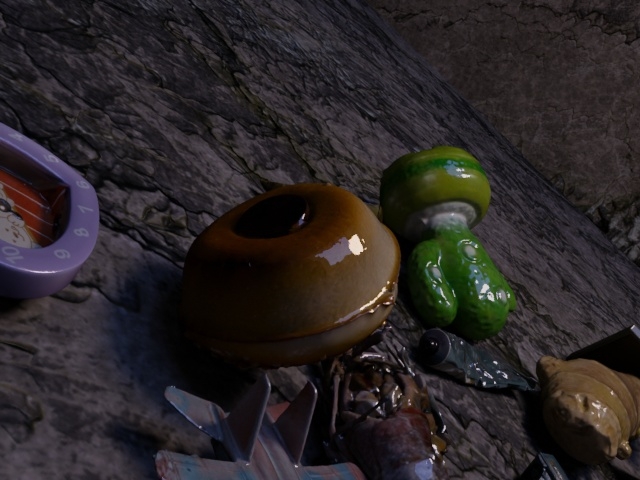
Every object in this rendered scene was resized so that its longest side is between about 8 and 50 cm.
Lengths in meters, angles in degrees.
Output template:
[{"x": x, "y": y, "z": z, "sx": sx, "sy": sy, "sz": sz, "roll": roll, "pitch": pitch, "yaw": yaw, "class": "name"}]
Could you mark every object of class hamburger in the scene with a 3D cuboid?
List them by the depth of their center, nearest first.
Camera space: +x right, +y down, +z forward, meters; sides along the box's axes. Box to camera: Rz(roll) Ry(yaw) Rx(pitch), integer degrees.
[{"x": -0.029, "y": 0.039, "z": 0.793, "sx": 0.237, "sy": 0.237, "sz": 0.147, "roll": -83, "pitch": 159, "yaw": -62, "class": "hamburger"}]

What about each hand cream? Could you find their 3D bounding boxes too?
[{"x": 0.222, "y": 0.170, "z": 1.174, "sx": 0.248, "sy": 0.052, "sz": 0.075, "roll": 21, "pitch": 32, "yaw": -43, "class": "hand cream"}]

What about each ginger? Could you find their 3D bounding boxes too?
[{"x": 0.434, "y": 0.260, "z": 1.285, "sx": 0.354, "sy": 0.126, "sz": 0.190, "roll": 16, "pitch": 25, "yaw": -53, "class": "ginger"}]

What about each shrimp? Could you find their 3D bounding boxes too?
[{"x": 0.053, "y": 0.166, "z": 0.828, "sx": 0.145, "sy": 0.116, "sz": 0.343, "roll": 56, "pitch": 7, "yaw": -41, "class": "shrimp"}]

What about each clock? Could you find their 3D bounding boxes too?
[{"x": -0.270, "y": -0.028, "z": 0.697, "sx": 0.198, "sy": 0.064, "sz": 0.172, "roll": 52, "pitch": 24, "yaw": 19, "class": "clock"}]

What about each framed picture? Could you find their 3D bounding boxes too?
[{"x": 0.544, "y": 0.243, "z": 1.422, "sx": 0.184, "sy": 0.016, "sz": 0.250, "roll": 47, "pitch": -18, "yaw": 10, "class": "framed picture"}]

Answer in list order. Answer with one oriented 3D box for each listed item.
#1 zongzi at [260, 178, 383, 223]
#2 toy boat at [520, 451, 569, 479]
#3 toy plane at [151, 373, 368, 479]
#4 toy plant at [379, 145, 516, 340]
[{"x": 0.000, "y": 0.000, "z": 1.091, "sx": 0.184, "sy": 0.084, "sz": 0.187, "roll": 20, "pitch": 33, "yaw": -16, "class": "zongzi"}, {"x": 0.293, "y": 0.333, "z": 1.004, "sx": 0.060, "sy": 0.055, "sz": 0.141, "roll": 1, "pitch": 42, "yaw": -26, "class": "toy boat"}, {"x": -0.014, "y": 0.242, "z": 0.602, "sx": 0.223, "sy": 0.104, "sz": 0.326, "roll": 19, "pitch": 37, "yaw": -43, "class": "toy plane"}, {"x": 0.211, "y": 0.018, "z": 1.322, "sx": 0.224, "sy": 0.184, "sz": 0.316, "roll": 18, "pitch": 49, "yaw": -37, "class": "toy plant"}]
